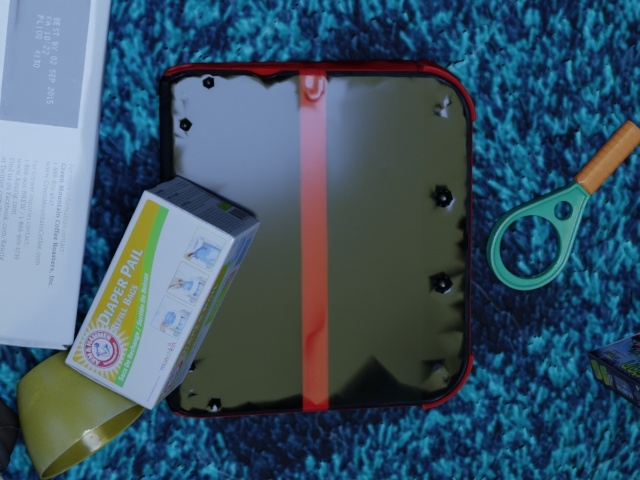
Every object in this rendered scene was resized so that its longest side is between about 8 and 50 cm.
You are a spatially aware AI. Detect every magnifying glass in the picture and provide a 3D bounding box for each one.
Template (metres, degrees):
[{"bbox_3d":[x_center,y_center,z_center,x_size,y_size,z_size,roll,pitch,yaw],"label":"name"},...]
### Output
[{"bbox_3d":[0.278,-0.041,1.675,0.092,0.026,0.231,42,88,-15],"label":"magnifying glass"}]

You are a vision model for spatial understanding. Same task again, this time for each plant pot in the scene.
[{"bbox_3d":[-0.261,0.171,1.553,0.134,0.134,0.095,-36,80,-4],"label":"plant pot"}]

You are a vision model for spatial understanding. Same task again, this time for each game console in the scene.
[{"bbox_3d":[0.000,0.000,1.613,0.342,0.060,0.386,-1,99,-6],"label":"game console"}]

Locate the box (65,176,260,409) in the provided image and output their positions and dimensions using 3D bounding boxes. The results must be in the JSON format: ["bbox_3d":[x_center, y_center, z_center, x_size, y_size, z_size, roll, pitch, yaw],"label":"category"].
[{"bbox_3d":[-0.160,0.053,1.519,0.103,0.114,0.203,28,104,6],"label":"box"}]

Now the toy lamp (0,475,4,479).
[{"bbox_3d":[-0.328,0.251,1.494,0.275,0.080,0.080,44,88,-15],"label":"toy lamp"}]

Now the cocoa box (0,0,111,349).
[{"bbox_3d":[-0.334,-0.095,1.429,0.231,0.228,0.347,6,98,-13],"label":"cocoa box"}]

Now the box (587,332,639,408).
[{"bbox_3d":[0.385,0.143,1.633,0.114,0.207,0.036,-20,103,-8],"label":"box"}]

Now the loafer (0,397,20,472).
[{"bbox_3d":[-0.387,0.143,1.540,0.080,0.078,0.220,-14,118,32],"label":"loafer"}]
